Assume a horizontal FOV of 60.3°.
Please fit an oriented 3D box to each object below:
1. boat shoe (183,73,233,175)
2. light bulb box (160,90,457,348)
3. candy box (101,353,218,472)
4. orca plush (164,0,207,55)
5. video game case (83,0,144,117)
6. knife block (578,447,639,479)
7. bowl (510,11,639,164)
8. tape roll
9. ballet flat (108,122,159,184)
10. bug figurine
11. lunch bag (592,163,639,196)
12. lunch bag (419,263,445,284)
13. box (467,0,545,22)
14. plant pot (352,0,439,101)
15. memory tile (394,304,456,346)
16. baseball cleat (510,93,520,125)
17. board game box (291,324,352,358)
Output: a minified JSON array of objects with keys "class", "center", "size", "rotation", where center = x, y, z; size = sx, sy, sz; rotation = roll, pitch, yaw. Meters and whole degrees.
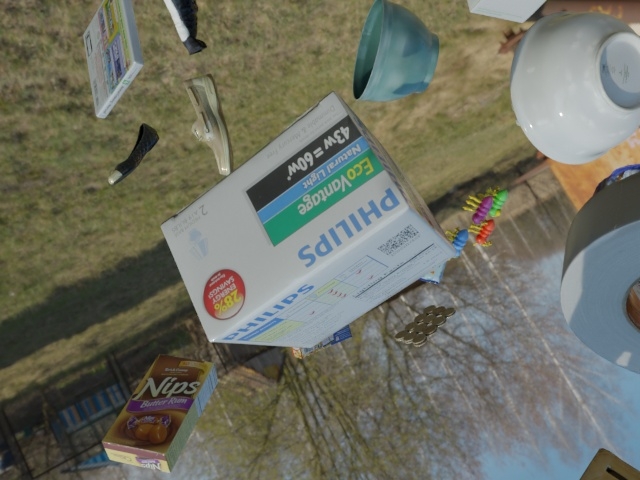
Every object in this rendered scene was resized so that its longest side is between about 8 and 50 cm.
[{"class":"boat shoe","center":[-0.323,-0.327,1.599],"size":[0.098,0.302,0.109],"rotation":[-14,-179,-5]},{"class":"light bulb box","center":[0.000,0.000,0.942],"size":[0.358,0.225,0.361],"rotation":[-35,157,13]},{"class":"candy box","center":[-0.256,0.276,0.904],"size":[0.109,0.053,0.186],"rotation":[6,-146,13]},{"class":"orca plush","center":[-0.258,-0.499,1.017],"size":[0.102,0.287,0.151],"rotation":[-19,-170,4]},{"class":"video game case","center":[-0.424,-0.389,1.118],"size":[0.023,0.212,0.193],"rotation":[2,156,-44]},{"class":"knife block","center":[0.163,0.250,0.352],"size":[0.242,0.088,0.275],"rotation":[9,109,-57]},{"class":"bowl","center":[0.514,-0.296,1.021],"size":[0.298,0.297,0.134],"rotation":[-26,-170,-19]},{"class":"tape roll","center":[0.333,0.035,0.487],"size":[0.219,0.219,0.072],"rotation":[-38,-163,47]},{"class":"ballet flat","center":[-0.406,-0.182,1.178],"size":[0.057,0.049,0.173],"rotation":[-22,-146,43]},{"class":"bug figurine","center":[0.465,-0.050,1.614],"size":[0.279,0.072,0.216],"rotation":[-17,135,-49]},{"class":"lunch bag","center":[0.775,-0.025,1.088],"size":[0.328,0.238,0.385],"rotation":[14,-167,-6]},{"class":"lunch bag","center":[0.332,0.053,1.677],"size":[0.151,0.096,0.128],"rotation":[-31,135,-77]},{"class":"box","center":[0.267,-0.375,0.764],"size":[0.101,0.087,0.102],"rotation":[1,159,-23]},{"class":"plant pot","center":[0.228,-0.540,1.625],"size":[0.196,0.293,0.293],"rotation":[10,162,-11]},{"class":"memory tile","center":[0.263,0.212,1.382],"size":[0.148,0.012,0.113],"rotation":[-36,-166,-25]},{"class":"baseball cleat","center":[0.577,-0.395,1.578],"size":[0.072,0.109,0.206],"rotation":[-19,168,8]},{"class":"board game box","center":[-0.017,0.160,1.300],"size":[0.147,0.193,0.045],"rotation":[-16,-176,-31]}]
